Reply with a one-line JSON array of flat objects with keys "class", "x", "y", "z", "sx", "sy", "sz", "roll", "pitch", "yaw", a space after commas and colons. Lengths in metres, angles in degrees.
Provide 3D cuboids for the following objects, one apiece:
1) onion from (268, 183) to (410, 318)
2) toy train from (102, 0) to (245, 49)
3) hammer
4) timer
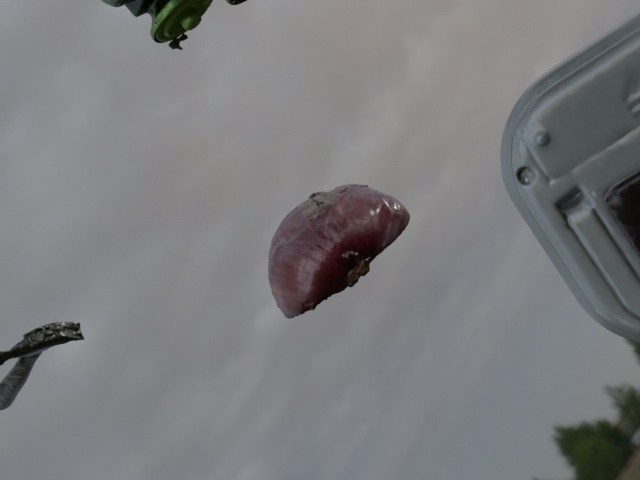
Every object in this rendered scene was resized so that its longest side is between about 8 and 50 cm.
[{"class": "onion", "x": 0.000, "y": 0.000, "z": 1.900, "sx": 0.227, "sy": 0.120, "sz": 0.283, "roll": -39, "pitch": 7, "yaw": -10}, {"class": "toy train", "x": -0.136, "y": -0.347, "z": 1.481, "sx": 0.272, "sy": 0.159, "sz": 0.188, "roll": -35, "pitch": -10, "yaw": -36}, {"class": "hammer", "x": -0.366, "y": 0.161, "z": 1.597, "sx": 0.125, "sy": 0.027, "sz": 0.297, "roll": -20, "pitch": -12, "yaw": -30}, {"class": "timer", "x": 0.281, "y": -0.059, "z": 0.994, "sx": 0.262, "sy": 0.237, "sz": 0.087, "roll": -33, "pitch": 1, "yaw": 16}]
